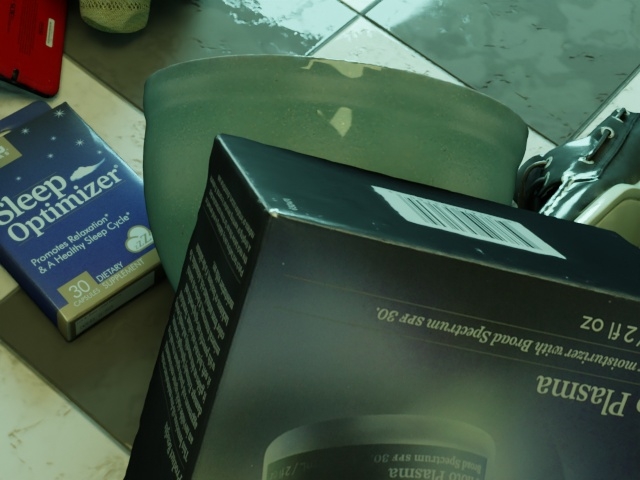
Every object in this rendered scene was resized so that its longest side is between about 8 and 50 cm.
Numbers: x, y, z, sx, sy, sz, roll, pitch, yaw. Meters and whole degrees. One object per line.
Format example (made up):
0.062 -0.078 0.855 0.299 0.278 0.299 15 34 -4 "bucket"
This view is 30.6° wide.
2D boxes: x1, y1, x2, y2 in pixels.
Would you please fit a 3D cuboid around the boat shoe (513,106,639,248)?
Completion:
0.219 -0.034 0.987 0.113 0.127 0.340 27 45 27 "boat shoe"

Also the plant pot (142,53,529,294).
0.000 0.000 0.878 0.293 0.293 0.196 8 81 -3 "plant pot"

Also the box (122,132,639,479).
0.050 0.126 0.707 0.296 0.294 0.183 12 15 -18 "box"

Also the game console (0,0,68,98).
-0.314 -0.190 1.101 0.124 0.085 0.144 22 49 -32 "game console"

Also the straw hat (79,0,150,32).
-0.196 -0.228 1.113 0.144 0.144 0.061 4 96 -6 "straw hat"

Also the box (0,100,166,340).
-0.226 -0.033 0.992 0.136 0.036 0.225 -35 66 -28 "box"
